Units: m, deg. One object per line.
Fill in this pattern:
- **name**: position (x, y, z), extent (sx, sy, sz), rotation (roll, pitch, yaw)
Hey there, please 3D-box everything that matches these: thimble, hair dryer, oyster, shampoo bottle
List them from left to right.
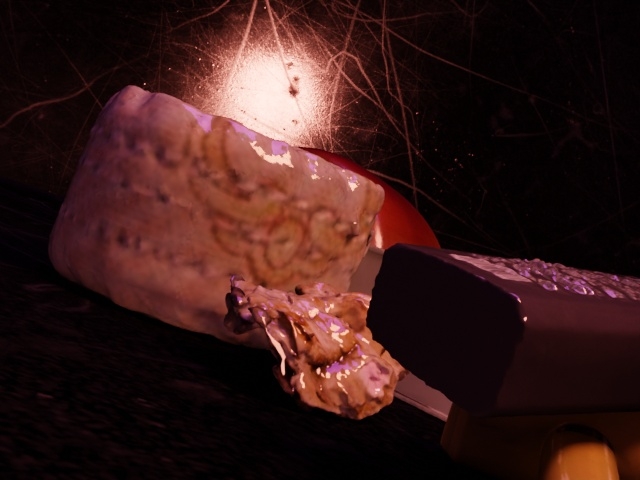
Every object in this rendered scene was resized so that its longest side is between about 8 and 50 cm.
- **thimble**: position (-0.097, -0.015, 0.789), extent (0.292, 0.195, 0.291), rotation (23, 3, -1)
- **oyster**: position (-0.001, 0.061, 0.611), extent (0.163, 0.081, 0.191), rotation (34, 5, -22)
- **hair dryer**: position (0.127, 0.123, 0.436), extent (0.135, 0.090, 0.279), rotation (20, 5, 16)
- **shampoo bottle**: position (0.174, 0.054, 0.478), extent (0.310, 0.071, 0.098), rotation (7, 12, -38)

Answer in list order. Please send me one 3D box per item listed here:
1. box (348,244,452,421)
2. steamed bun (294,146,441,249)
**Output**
- **box**: position (0.116, 0.096, 0.786), extent (0.225, 0.129, 0.086), rotation (19, -1, 44)
- **steamed bun**: position (0.000, 0.000, 1.169), extent (0.379, 0.248, 0.235), rotation (18, -3, 42)
